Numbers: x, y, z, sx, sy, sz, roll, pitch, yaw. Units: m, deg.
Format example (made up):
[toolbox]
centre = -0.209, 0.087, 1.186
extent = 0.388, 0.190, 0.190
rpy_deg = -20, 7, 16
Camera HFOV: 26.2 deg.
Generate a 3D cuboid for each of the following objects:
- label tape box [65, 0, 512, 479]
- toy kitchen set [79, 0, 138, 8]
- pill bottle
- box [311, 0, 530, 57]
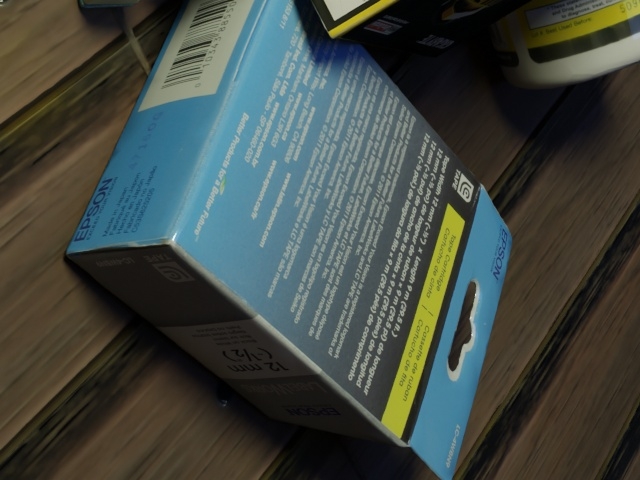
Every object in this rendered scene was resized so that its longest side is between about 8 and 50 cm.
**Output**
[label tape box]
centre = 0.000, 0.000, 1.044
extent = 0.348, 0.115, 0.249
rpy_deg = 46, 51, -39
[toy kitchen set]
centre = -0.091, -0.257, 0.999
extent = 0.207, 0.122, 0.166
rpy_deg = -10, 92, -30
[pill bottle]
centre = 0.214, -0.326, 1.288
extent = 0.188, 0.188, 0.334
rpy_deg = -38, 113, -46
[box]
centre = 0.143, -0.240, 1.056
extent = 0.079, 0.257, 0.322
rpy_deg = 60, 17, 4
